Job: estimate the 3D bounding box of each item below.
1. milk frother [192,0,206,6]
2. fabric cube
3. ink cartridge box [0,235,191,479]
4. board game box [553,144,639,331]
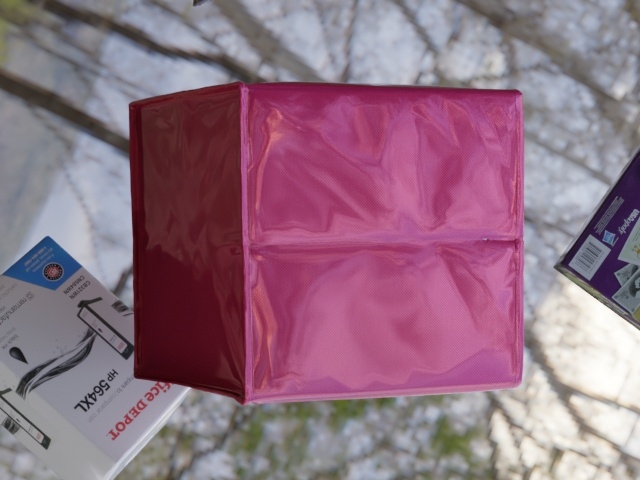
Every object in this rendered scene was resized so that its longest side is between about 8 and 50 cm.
[{"bbox_3d":[-0.072,-0.238,1.134,0.129,0.135,0.143,-24,-173,26],"label":"milk frother"},{"bbox_3d":[0.000,0.000,1.457,0.254,0.258,0.259,3,-86,63],"label":"fabric cube"},{"bbox_3d":[-0.236,0.119,1.598,0.148,0.203,0.086,-47,177,-44],"label":"ink cartridge box"},{"bbox_3d":[0.403,-0.054,1.612,0.347,0.208,0.056,-53,177,-5],"label":"board game box"}]
